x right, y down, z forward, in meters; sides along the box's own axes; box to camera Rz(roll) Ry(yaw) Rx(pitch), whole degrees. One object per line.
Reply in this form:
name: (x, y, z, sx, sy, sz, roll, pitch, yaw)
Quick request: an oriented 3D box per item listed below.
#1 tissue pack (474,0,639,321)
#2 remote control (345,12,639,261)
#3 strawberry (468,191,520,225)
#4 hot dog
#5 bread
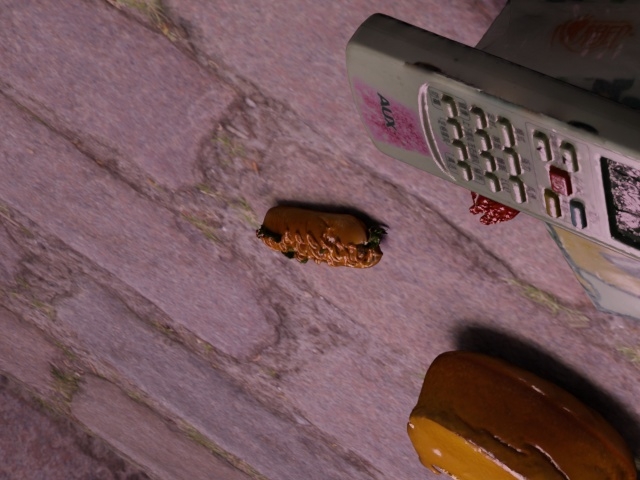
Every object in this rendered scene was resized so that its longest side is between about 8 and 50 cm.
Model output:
tissue pack: (0.280, -0.058, 1.465, 0.228, 0.128, 0.311, 10, 145, 44)
remote control: (0.171, -0.070, 1.369, 0.344, 0.050, 0.145, 24, 153, 30)
strawberry: (0.154, -0.062, 1.537, 0.048, 0.152, 0.104, -9, 106, 15)
hot dog: (0.000, 0.000, 2.026, 0.188, 0.055, 0.072, 9, 144, 47)
bread: (0.231, 0.231, 2.053, 0.270, 0.142, 0.195, 33, 159, 8)
